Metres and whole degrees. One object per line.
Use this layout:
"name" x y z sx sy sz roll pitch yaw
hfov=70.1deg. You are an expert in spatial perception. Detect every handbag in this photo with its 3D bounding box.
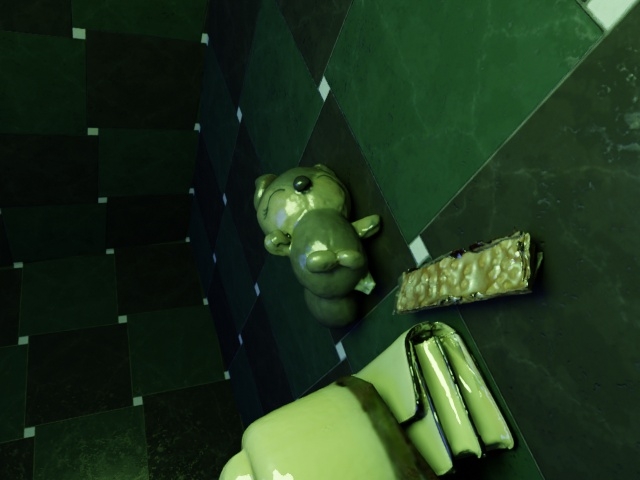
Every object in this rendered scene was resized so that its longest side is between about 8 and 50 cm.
"handbag" 0.166 0.331 0.887 0.358 0.160 0.236 119 139 -53

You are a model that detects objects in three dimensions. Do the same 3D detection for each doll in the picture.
"doll" -0.034 0.007 1.091 0.378 0.252 0.382 107 150 -43

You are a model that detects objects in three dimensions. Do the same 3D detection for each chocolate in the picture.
"chocolate" 0.000 0.437 0.771 0.326 0.297 0.314 49 149 33
"chocolate" 0.230 0.069 0.765 0.329 0.065 0.102 -33 37 63
